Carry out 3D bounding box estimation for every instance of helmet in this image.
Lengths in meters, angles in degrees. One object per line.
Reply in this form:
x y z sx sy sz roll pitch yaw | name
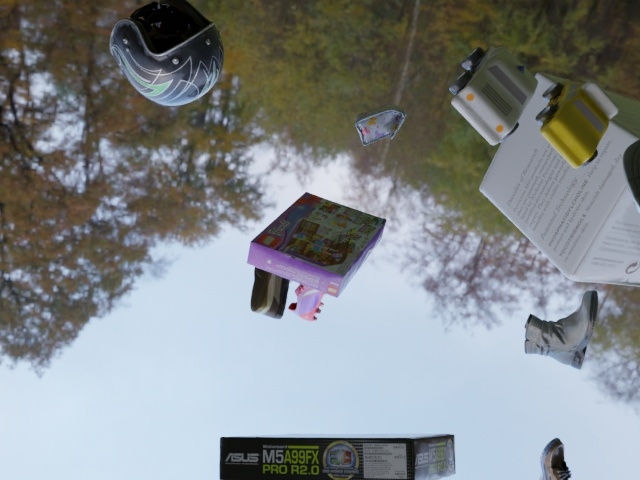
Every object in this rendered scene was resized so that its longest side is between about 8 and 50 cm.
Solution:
-0.237 -0.298 1.225 0.162 0.169 0.169 40 -154 3 | helmet

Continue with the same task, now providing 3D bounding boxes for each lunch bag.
0.104 -0.197 1.278 0.083 0.053 0.071 -22 -163 10 | lunch bag

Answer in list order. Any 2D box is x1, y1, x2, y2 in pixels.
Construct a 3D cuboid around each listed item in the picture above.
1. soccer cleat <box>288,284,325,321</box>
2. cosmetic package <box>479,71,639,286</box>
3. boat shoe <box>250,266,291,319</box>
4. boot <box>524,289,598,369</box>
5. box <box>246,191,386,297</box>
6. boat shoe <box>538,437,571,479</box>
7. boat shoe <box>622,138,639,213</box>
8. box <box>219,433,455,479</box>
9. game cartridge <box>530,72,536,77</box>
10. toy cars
-0.022 0.126 2.131 0.095 0.248 0.083 21 -142 4 | soccer cleat
0.644 -0.135 1.728 0.330 0.327 0.393 7 -150 -27 | cosmetic package
-0.097 0.077 1.656 0.073 0.080 0.223 36 -140 -27 | boat shoe
0.593 0.214 1.903 0.161 0.246 0.083 16 -142 19 | boot
0.000 0.000 1.605 0.201 0.057 0.293 21 -150 14 | box
0.579 0.566 1.863 0.066 0.183 0.066 -18 -150 -29 | boat shoe
0.566 -0.020 1.165 0.320 0.118 0.103 64 -175 28 | boat shoe
0.029 0.298 1.052 0.270 0.060 0.216 -6 166 23 | box
0.482 -0.389 1.865 0.083 0.017 0.056 -29 -154 -24 | game cartridge
0.315 -0.199 1.065 0.394 0.087 0.176 6 -126 -43 | toy cars
